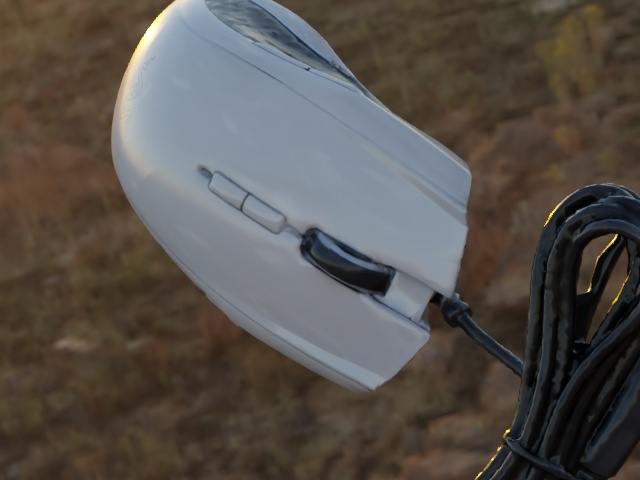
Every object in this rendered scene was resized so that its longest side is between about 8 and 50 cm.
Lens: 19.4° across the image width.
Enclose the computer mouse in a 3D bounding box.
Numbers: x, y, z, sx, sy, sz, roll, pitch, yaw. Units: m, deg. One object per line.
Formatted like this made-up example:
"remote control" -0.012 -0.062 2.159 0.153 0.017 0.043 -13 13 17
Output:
"computer mouse" 0.000 0.000 0.452 0.042 0.106 0.193 1 29 -47
